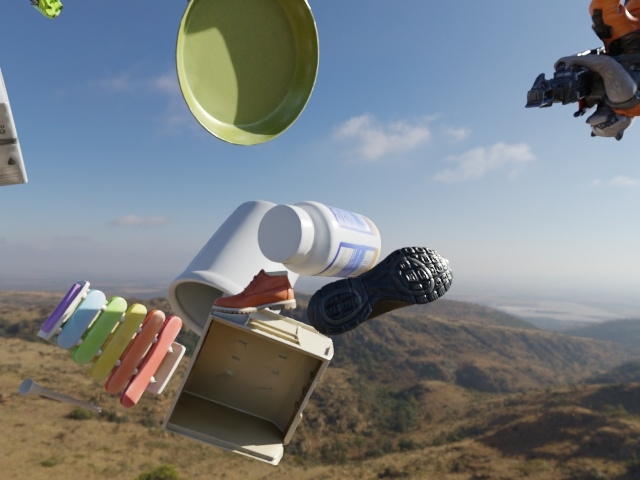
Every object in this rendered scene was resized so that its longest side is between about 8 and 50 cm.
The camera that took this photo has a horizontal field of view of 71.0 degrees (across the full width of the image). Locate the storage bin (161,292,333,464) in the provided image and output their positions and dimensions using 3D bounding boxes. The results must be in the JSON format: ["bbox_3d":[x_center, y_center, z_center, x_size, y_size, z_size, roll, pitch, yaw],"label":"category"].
[{"bbox_3d":[-0.139,0.284,0.915,0.261,0.262,0.123,23,12,-9],"label":"storage bin"}]

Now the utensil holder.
[{"bbox_3d":[-0.238,0.104,1.439,0.328,0.327,0.385,0,40,29],"label":"utensil holder"}]

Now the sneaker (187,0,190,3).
[{"bbox_3d":[-0.190,-0.413,0.734,0.083,0.087,0.221,-22,-45,21],"label":"sneaker"}]

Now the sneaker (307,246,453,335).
[{"bbox_3d":[0.103,0.091,0.822,0.287,0.108,0.130,-16,-12,-13],"label":"sneaker"}]

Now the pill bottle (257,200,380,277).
[{"bbox_3d":[0.000,0.000,0.944,0.153,0.152,0.272,-1,-7,37],"label":"pill bottle"}]

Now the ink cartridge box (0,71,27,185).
[{"bbox_3d":[-0.786,-0.238,0.972,0.211,0.121,0.289,-14,-21,-31],"label":"ink cartridge box"}]

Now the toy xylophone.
[{"bbox_3d":[-0.422,0.223,0.888,0.081,0.236,0.322,10,-22,32],"label":"toy xylophone"}]

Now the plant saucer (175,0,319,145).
[{"bbox_3d":[-0.103,-0.259,0.645,0.241,0.240,0.037,5,20,-47],"label":"plant saucer"}]

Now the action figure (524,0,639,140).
[{"bbox_3d":[0.516,-0.327,0.783,0.341,0.329,0.179,-33,36,-29],"label":"action figure"}]

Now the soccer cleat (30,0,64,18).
[{"bbox_3d":[-0.569,-0.516,0.879,0.072,0.060,0.179,26,-23,-2],"label":"soccer cleat"}]

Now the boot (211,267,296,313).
[{"bbox_3d":[-0.129,0.097,0.852,0.158,0.084,0.059,-5,-4,-22],"label":"boot"}]
